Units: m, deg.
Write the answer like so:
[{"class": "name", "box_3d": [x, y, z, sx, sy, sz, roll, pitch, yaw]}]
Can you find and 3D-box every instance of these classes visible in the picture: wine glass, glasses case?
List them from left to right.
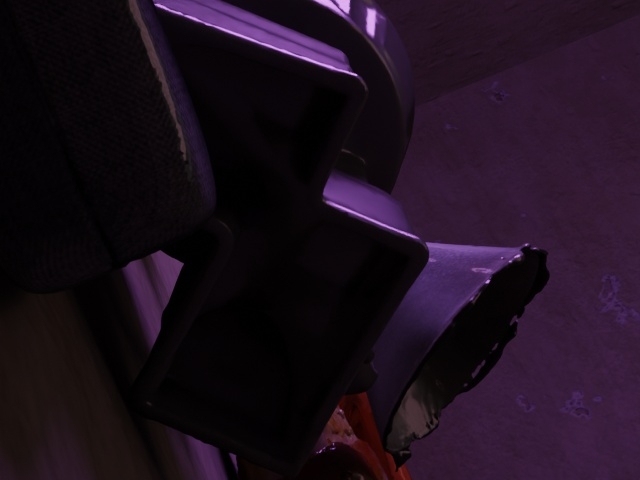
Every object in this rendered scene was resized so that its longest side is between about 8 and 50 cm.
[{"class": "glasses case", "box_3d": [-0.119, -0.142, 0.458, 0.131, 0.074, 0.323, -129, -164, -81]}, {"class": "wine glass", "box_3d": [0.000, 0.000, 0.911, 0.232, 0.156, 0.156, 37, -12, 19]}]

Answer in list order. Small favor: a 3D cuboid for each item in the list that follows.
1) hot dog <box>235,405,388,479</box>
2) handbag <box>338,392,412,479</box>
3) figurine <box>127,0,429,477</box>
[{"class": "hot dog", "box_3d": [0.011, 0.178, 0.923, 0.261, 0.093, 0.123, 51, 2, 19]}, {"class": "handbag", "box_3d": [0.034, 0.223, 1.431, 0.410, 0.116, 0.303, -117, -176, -83]}, {"class": "figurine", "box_3d": [-0.041, -0.058, 0.706, 0.285, 0.167, 0.342, -97, -173, -64]}]
